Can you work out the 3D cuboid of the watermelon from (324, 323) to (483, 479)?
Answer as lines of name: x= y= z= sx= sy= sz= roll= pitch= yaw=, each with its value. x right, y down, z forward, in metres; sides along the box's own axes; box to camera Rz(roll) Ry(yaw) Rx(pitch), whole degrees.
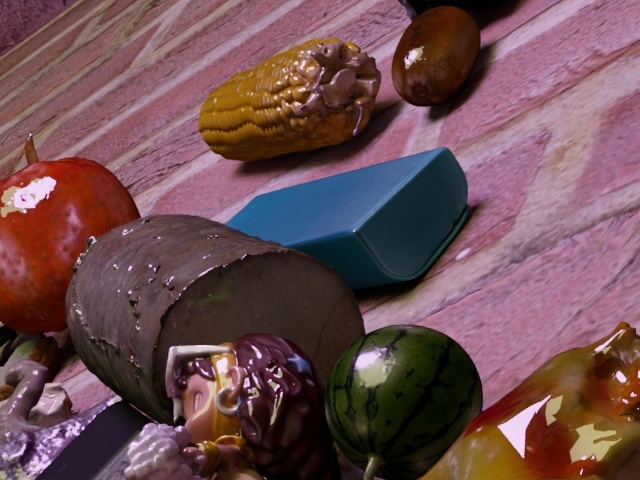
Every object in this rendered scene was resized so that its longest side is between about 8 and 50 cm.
watermelon: x=0.049 y=0.101 z=1.193 sx=0.109 sy=0.109 sz=0.109 roll=-37 pitch=18 yaw=14

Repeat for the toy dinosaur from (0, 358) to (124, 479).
toy dinosaur: x=-0.272 y=0.220 z=1.643 sx=0.294 sy=0.077 sz=0.162 roll=-60 pitch=25 yaw=-8

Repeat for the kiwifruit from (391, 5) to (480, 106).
kiwifruit: x=0.105 y=-0.168 z=1.766 sx=0.075 sy=0.075 sz=0.124 roll=-28 pitch=18 yaw=36

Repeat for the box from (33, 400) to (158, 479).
box: x=-0.231 y=0.274 z=1.448 sx=0.350 sy=0.058 sz=0.211 roll=-45 pitch=20 yaw=-9

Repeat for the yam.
yam: x=-0.086 y=0.065 z=1.457 sx=0.168 sy=0.168 sz=0.304 roll=-45 pitch=16 yaw=-10

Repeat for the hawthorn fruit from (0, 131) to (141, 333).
hawthorn fruit: x=-0.270 y=-0.011 z=1.964 sx=0.179 sy=0.200 sz=0.179 roll=-17 pitch=7 yaw=2

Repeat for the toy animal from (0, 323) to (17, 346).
toy animal: x=-0.412 y=0.157 z=2.106 sx=0.233 sy=0.084 sz=0.148 roll=-36 pitch=32 yaw=8

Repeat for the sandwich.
sandwich: x=-0.304 y=0.140 z=1.955 sx=0.093 sy=0.036 sz=0.105 roll=-31 pitch=20 yaw=34

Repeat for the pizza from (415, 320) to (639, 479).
pizza: x=0.046 y=0.180 z=0.966 sx=0.406 sy=0.130 sz=0.440 roll=-52 pitch=20 yaw=-24

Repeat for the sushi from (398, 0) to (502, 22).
sushi: x=0.144 y=-0.306 z=1.907 sx=0.126 sy=0.136 sz=0.225 roll=-15 pitch=26 yaw=39

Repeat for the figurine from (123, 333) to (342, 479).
figurine: x=-0.045 y=0.156 z=1.211 sx=0.116 sy=0.174 sz=0.240 roll=-6 pitch=39 yaw=8

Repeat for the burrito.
burrito: x=-0.297 y=0.175 z=1.838 sx=0.041 sy=0.045 sz=0.185 roll=-8 pitch=-15 yaw=-47

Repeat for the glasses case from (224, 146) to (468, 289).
glasses case: x=0.002 y=-0.001 z=1.601 sx=0.117 sy=0.070 sz=0.301 roll=-43 pitch=15 yaw=-27

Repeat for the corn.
corn: x=-0.035 y=-0.132 z=1.937 sx=0.106 sy=0.106 sz=0.305 roll=-49 pitch=14 yaw=-21
